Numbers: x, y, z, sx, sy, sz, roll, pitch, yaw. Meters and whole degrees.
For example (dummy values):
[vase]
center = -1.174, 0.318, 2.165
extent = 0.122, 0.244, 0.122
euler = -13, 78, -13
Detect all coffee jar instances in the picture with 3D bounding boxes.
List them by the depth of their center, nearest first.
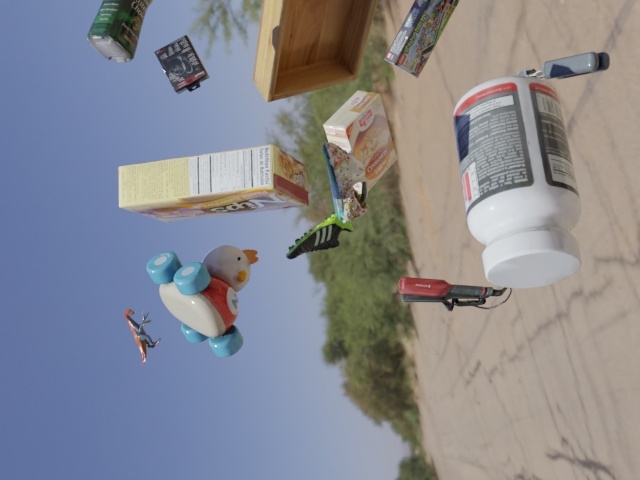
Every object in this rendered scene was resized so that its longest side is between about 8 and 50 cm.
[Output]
[coffee jar]
center = -0.392, -0.456, 1.563
extent = 0.096, 0.079, 0.185
euler = 46, -127, -60

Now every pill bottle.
[pill bottle]
center = 0.373, -0.109, 1.487
extent = 0.210, 0.210, 0.363
euler = 68, -163, -64

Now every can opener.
[can opener]
center = 0.601, -0.407, 1.981
extent = 0.283, 0.075, 0.095
euler = 5, 100, 61

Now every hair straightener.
[hair straightener]
center = 0.281, 0.111, 1.637
extent = 0.089, 0.230, 0.047
euler = 71, -160, -59

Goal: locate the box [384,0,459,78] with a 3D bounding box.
[box]
center = 0.237, -0.491, 1.826
extent = 0.036, 0.207, 0.114
euler = 36, -165, 34

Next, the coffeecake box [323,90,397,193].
[coffeecake box]
center = 0.094, -0.224, 1.797
extent = 0.142, 0.068, 0.186
euler = -48, -44, -30

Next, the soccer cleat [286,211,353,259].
[soccer cleat]
center = 0.000, 0.000, 1.850
extent = 0.072, 0.178, 0.060
euler = 55, 165, -4

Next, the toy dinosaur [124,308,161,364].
[toy dinosaur]
center = -0.328, 0.164, 1.416
extent = 0.082, 0.090, 0.047
euler = 35, 158, -12

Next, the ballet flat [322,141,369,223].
[ballet flat]
center = 0.054, -0.123, 1.563
extent = 0.241, 0.077, 0.091
euler = 74, 179, -60

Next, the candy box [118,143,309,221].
[candy box]
center = -0.199, -0.103, 1.493
extent = 0.183, 0.316, 0.088
euler = 21, -116, -70

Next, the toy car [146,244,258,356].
[toy car]
center = -0.217, 0.088, 1.737
extent = 0.210, 0.238, 0.219
euler = 16, 139, 46

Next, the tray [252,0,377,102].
[tray]
center = 0.003, -0.436, 1.372
extent = 0.076, 0.202, 0.411
euler = 57, 153, 28

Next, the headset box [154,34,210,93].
[headset box]
center = -0.228, -0.288, 1.305
extent = 0.083, 0.062, 0.032
euler = 61, -178, -1
